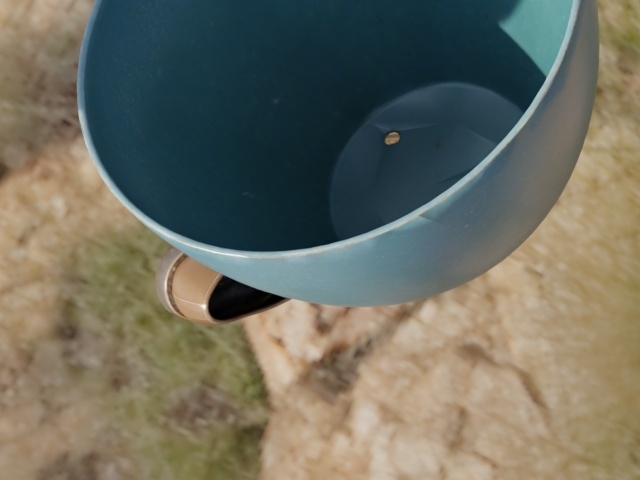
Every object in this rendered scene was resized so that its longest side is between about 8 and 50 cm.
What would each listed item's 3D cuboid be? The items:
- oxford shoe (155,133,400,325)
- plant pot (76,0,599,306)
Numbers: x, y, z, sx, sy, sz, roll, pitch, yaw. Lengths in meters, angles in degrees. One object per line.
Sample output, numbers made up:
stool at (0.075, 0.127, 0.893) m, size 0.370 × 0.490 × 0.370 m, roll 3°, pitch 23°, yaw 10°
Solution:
oxford shoe at (0.000, 0.000, 1.220) m, size 0.212 × 0.076 × 0.076 m, roll -32°, pitch 25°, yaw -18°
plant pot at (0.034, -0.077, 1.066) m, size 0.290 × 0.195 × 0.290 m, roll -11°, pitch 59°, yaw 19°
